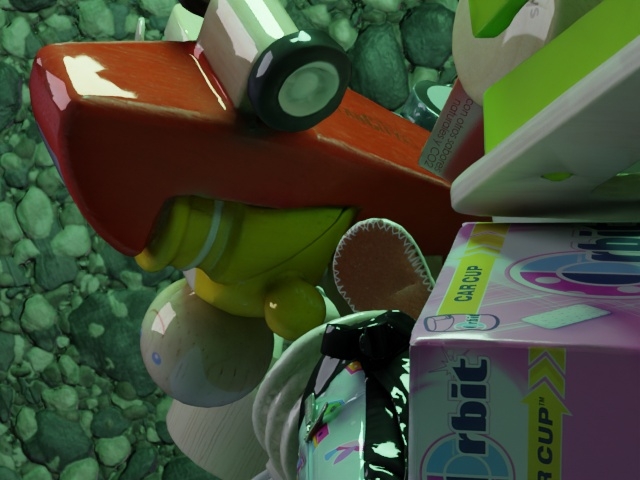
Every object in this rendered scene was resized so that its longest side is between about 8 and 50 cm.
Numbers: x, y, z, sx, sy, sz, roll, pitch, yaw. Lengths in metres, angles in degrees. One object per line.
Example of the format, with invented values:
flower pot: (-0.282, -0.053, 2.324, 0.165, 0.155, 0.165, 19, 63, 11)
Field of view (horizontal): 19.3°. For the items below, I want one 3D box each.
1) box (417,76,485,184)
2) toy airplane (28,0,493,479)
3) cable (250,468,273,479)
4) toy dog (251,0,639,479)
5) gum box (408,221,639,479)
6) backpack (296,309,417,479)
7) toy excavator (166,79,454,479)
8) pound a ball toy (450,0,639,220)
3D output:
box: (0.190, -0.151, 1.013, 0.300, 0.142, 0.154, -65, -10, 27)
toy airplane: (0.000, 0.000, 1.199, 0.272, 0.384, 0.386, -50, 2, 17)
cable: (0.007, 0.204, 1.280, 0.257, 0.089, 0.257, -19, -24, -44)
toy dog: (0.097, -0.008, 0.919, 0.334, 0.220, 0.161, -56, 30, 3)
gum box: (0.095, 0.039, 0.654, 0.188, 0.107, 0.062, -52, -37, -74)
backpack: (0.053, 0.129, 0.740, 0.182, 0.152, 0.115, -85, 17, -54)
toy excavator: (0.017, 0.045, 1.555, 0.433, 0.445, 0.222, 53, 128, 43)
pound a ball toy: (0.142, -0.141, 0.614, 0.319, 0.135, 0.208, 138, 129, -70)
